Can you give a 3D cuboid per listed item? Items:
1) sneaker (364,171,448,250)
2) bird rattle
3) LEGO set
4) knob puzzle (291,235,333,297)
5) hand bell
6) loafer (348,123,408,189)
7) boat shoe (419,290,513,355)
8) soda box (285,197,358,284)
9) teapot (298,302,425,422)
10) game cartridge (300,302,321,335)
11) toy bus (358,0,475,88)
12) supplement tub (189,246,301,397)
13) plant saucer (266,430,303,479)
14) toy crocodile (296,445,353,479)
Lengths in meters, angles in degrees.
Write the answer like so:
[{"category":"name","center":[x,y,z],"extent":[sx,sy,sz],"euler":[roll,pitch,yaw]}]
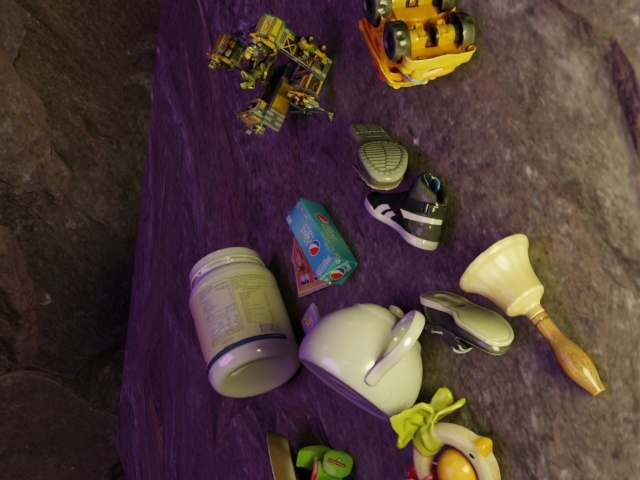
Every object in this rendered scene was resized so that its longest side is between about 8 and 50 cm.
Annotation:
[{"category":"sneaker","center":[0.165,-0.077,1.406],"extent":[0.217,0.079,0.121],"euler":[43,118,53]},{"category":"bird rattle","center":[0.206,0.392,1.302],"extent":[0.206,0.143,0.254],"euler":[7,102,46]},{"category":"LEGO set","center":[-0.136,-0.355,1.752],"extent":[0.331,0.255,0.192],"euler":[8,72,51]},{"category":"knob puzzle","center":[-0.033,0.027,1.830],"extent":[0.213,0.029,0.213],"euler":[8,99,63]},{"category":"hand bell","center":[0.320,0.120,1.105],"extent":[0.242,0.126,0.126],"euler":[56,140,28]},{"category":"loafer","center":[0.106,-0.148,1.468],"extent":[0.251,0.094,0.088],"euler":[-102,12,-62]},{"category":"boat shoe","center":[0.239,0.147,1.263],"extent":[0.233,0.084,0.079],"euler":[-152,61,-66]},{"category":"soda box","center":[0.000,0.000,1.703],"extent":[0.067,0.071,0.210],"euler":[-53,43,25]},{"category":"teapot","center":[0.097,0.201,1.424],"extent":[0.256,0.252,0.187],"euler":[25,73,38]},{"category":"game cartridge","center":[-0.022,0.195,1.837],"extent":[0.056,0.017,0.083],"euler":[64,145,31]},{"category":"toy bus","center":[0.151,-0.343,1.345],"extent":[0.211,0.149,0.220],"euler":[108,146,-58]},{"category":"supplement tub","center":[-0.199,0.203,1.941],"extent":[0.235,0.235,0.325],"euler":[-62,39,44]},{"category":"plant saucer","center":[-0.062,0.590,1.793],"extent":[0.310,0.050,0.311],"euler":[163,90,-87]},{"category":"toy crocodile","center":[0.021,0.558,1.640],"extent":[0.341,0.105,0.115],"euler":[-108,27,-62]}]
